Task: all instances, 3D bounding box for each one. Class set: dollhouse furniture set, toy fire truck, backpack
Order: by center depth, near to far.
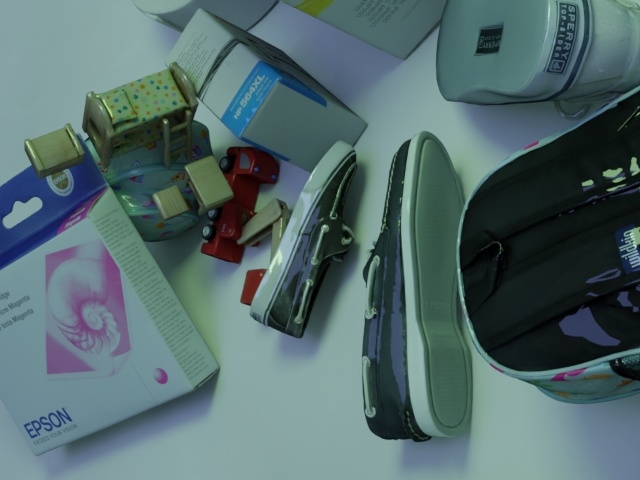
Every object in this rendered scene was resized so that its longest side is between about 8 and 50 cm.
[{"bbox_3d":[0.240,0.013,0.899,0.254,0.191,0.225,-23,57,30],"label":"backpack"},{"bbox_3d":[-0.210,-0.086,1.268,0.161,0.182,0.101,61,158,10],"label":"dollhouse furniture set"},{"bbox_3d":[-0.078,-0.018,1.341,0.135,0.047,0.192,6,79,46],"label":"toy fire truck"},{"bbox_3d":[-0.221,-0.078,1.424,0.188,0.166,0.144,-32,64,38],"label":"backpack"}]

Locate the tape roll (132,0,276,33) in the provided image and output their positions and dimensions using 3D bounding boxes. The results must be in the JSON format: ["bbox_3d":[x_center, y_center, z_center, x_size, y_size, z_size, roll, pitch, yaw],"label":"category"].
[{"bbox_3d":[-0.139,-0.411,1.515,0.286,0.100,0.286,-18,63,40],"label":"tape roll"}]

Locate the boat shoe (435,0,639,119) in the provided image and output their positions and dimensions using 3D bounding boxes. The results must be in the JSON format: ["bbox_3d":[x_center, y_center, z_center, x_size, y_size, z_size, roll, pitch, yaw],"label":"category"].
[{"bbox_3d":[0.215,-0.181,1.038,0.367,0.157,0.135,-138,57,-78],"label":"boat shoe"}]

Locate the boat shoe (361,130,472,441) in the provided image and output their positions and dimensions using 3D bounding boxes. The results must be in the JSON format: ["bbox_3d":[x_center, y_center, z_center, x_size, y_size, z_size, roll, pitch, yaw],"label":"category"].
[{"bbox_3d":[0.082,0.042,1.107,0.091,0.114,0.302,-12,66,36],"label":"boat shoe"}]

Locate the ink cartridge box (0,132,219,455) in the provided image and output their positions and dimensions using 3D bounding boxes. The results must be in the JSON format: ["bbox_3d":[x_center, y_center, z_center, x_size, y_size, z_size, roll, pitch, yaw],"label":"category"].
[{"bbox_3d":[-0.327,0.080,1.412,0.324,0.071,0.330,-27,97,37],"label":"ink cartridge box"}]

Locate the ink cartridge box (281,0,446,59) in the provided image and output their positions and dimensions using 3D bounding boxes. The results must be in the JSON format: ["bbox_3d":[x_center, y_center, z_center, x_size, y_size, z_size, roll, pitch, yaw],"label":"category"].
[{"bbox_3d":[-0.038,-0.385,1.194,0.160,0.385,0.279,-47,47,27],"label":"ink cartridge box"}]

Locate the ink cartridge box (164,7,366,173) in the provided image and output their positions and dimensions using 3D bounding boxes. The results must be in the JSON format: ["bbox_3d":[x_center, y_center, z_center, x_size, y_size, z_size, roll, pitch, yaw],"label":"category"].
[{"bbox_3d":[-0.066,-0.171,1.312,0.086,0.148,0.203,-56,45,13],"label":"ink cartridge box"}]

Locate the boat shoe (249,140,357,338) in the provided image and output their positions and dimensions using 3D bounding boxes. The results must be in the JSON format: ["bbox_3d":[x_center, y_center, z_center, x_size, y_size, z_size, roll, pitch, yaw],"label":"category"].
[{"bbox_3d":[0.000,0.000,1.246,0.070,0.078,0.219,24,89,13],"label":"boat shoe"}]
